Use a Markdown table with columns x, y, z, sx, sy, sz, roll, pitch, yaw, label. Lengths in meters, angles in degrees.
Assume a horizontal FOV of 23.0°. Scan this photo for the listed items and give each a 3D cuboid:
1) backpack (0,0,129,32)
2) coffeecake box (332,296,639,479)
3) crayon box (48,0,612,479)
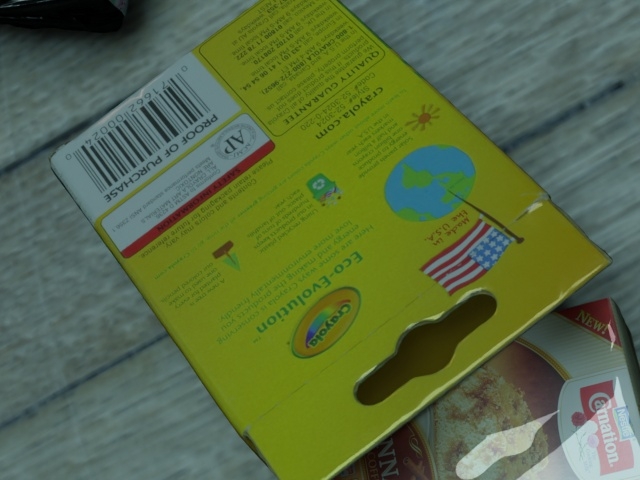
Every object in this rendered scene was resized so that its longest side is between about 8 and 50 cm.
| x | y | z | sx | sy | sz | roll | pitch | yaw | label |
| --- | --- | --- | --- | --- | --- | --- | --- | --- | --- |
| -0.210 | -0.203 | 1.054 | 0.182 | 0.152 | 0.115 | 11 | 89 | 11 | backpack |
| 0.091 | 0.128 | 0.857 | 0.186 | 0.068 | 0.142 | -17 | 64 | 15 | coffeecake box |
| 0.000 | 0.000 | 0.879 | 0.202 | 0.081 | 0.318 | -37 | 47 | -3 | crayon box |
